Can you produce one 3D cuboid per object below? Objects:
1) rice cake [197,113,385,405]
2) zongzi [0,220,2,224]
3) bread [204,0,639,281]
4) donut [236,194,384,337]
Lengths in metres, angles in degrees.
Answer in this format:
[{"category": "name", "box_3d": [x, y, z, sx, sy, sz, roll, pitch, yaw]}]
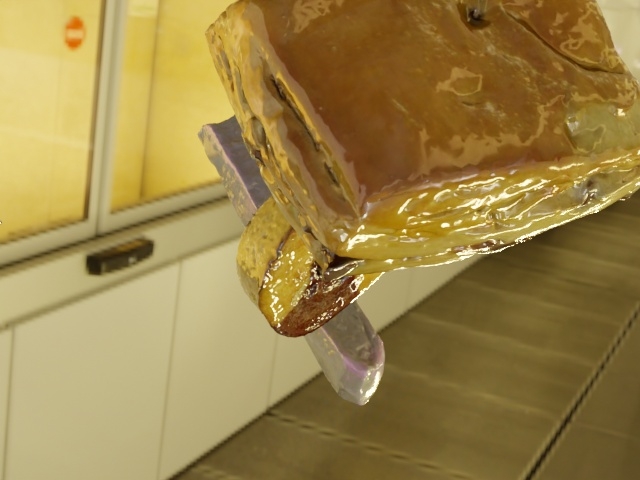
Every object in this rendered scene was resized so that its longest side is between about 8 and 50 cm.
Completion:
[{"category": "rice cake", "box_3d": [-0.033, 0.002, 1.228, 0.064, 0.070, 0.399, -19, -121, -20]}, {"category": "zongzi", "box_3d": [-0.257, 0.051, 0.612, 0.187, 0.184, 0.084, -8, -153, 11]}, {"category": "bread", "box_3d": [0.069, -0.093, 0.656, 0.235, 0.210, 0.099, -19, 160, -18]}, {"category": "donut", "box_3d": [0.000, 0.000, 1.046, 0.073, 0.184, 0.166, 38, 172, 33]}]
